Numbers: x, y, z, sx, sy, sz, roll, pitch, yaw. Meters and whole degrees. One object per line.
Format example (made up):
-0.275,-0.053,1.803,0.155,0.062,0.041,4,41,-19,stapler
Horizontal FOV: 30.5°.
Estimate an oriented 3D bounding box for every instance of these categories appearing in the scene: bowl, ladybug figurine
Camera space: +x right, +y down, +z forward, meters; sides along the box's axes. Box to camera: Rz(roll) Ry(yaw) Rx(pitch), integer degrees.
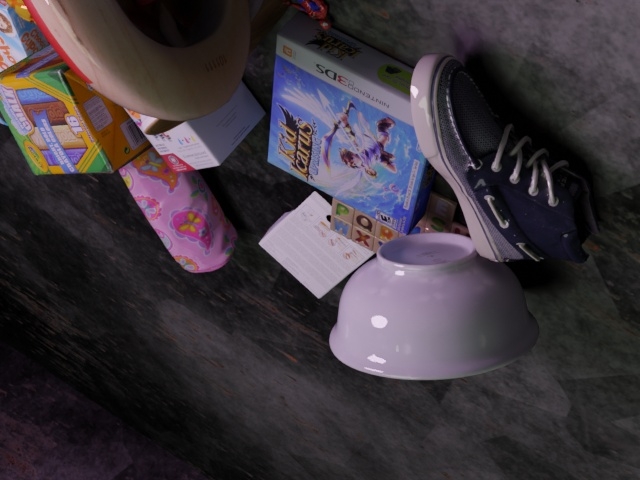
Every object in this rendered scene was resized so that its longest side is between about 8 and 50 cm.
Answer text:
0.153,0.072,1.632,0.298,0.298,0.134,10,114,40,bowl
-0.255,-0.350,1.425,0.162,0.305,0.449,-10,108,45,ladybug figurine

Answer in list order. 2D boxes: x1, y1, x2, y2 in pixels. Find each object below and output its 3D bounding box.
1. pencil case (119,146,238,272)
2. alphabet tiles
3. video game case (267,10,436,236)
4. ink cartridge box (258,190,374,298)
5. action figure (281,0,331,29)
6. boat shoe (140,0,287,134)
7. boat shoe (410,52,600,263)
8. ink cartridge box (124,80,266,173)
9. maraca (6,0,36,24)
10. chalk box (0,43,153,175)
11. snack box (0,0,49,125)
-0.246,-0.074,2.009,0.124,0.124,0.284,7,139,42,pencil case
0.121,-0.026,1.767,0.237,0.009,0.198,28,145,17,alphabet tiles
0.047,-0.154,1.620,0.244,0.061,0.269,30,147,15,video game case
0.000,0.000,1.937,0.145,0.045,0.179,42,132,-6,ink cartridge box
-0.027,-0.318,1.519,0.115,0.030,0.038,44,145,-14,action figure
-0.164,-0.260,1.601,0.277,0.098,0.096,-44,80,21,boat shoe
0.240,-0.099,1.456,0.158,0.127,0.340,5,145,35,boat shoe
-0.200,-0.211,1.754,0.128,0.127,0.176,-5,129,51,ink cartridge box
-0.408,-0.371,1.796,0.127,0.099,0.186,7,164,47,maraca
-0.391,-0.222,1.871,0.289,0.180,0.179,3,124,44,chalk box
-0.543,-0.316,2.050,0.187,0.060,0.322,22,146,26,snack box
